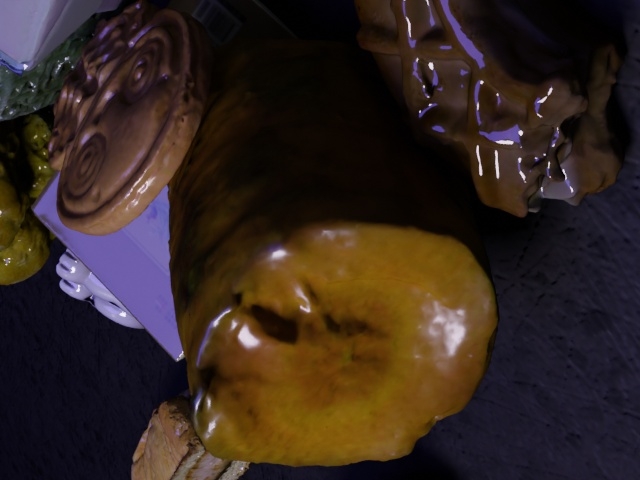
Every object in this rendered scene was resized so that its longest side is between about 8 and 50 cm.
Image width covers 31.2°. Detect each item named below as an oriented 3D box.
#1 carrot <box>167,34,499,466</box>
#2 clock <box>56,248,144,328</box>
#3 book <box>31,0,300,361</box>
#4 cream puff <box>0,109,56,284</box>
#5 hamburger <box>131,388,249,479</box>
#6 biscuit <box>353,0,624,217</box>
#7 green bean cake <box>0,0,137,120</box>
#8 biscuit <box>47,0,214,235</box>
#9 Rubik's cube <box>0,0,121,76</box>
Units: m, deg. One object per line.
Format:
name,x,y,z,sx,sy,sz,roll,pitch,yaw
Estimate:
carrot,0.000,0.000,0.886,0.340,0.242,0.241,-100,10,-50
clock,-0.122,0.052,1.178,0.254,0.189,0.189,40,141,17
book,-0.117,-0.070,1.045,0.217,0.021,0.310,44,112,12
cream puff,-0.403,-0.085,1.437,0.282,0.185,0.281,-17,-90,-85
hamburger,-0.158,0.260,1.420,0.131,0.124,0.262,65,146,26
biscuit,0.130,-0.196,0.707,0.268,0.115,0.366,48,143,17
green bean cake,-0.284,-0.207,1.167,0.094,0.181,0.173,55,143,6
biscuit,-0.172,-0.116,0.971,0.202,0.044,0.288,-56,34,13
Rubik's cube,-0.226,-0.347,0.871,0.387,0.358,0.368,34,106,-4
